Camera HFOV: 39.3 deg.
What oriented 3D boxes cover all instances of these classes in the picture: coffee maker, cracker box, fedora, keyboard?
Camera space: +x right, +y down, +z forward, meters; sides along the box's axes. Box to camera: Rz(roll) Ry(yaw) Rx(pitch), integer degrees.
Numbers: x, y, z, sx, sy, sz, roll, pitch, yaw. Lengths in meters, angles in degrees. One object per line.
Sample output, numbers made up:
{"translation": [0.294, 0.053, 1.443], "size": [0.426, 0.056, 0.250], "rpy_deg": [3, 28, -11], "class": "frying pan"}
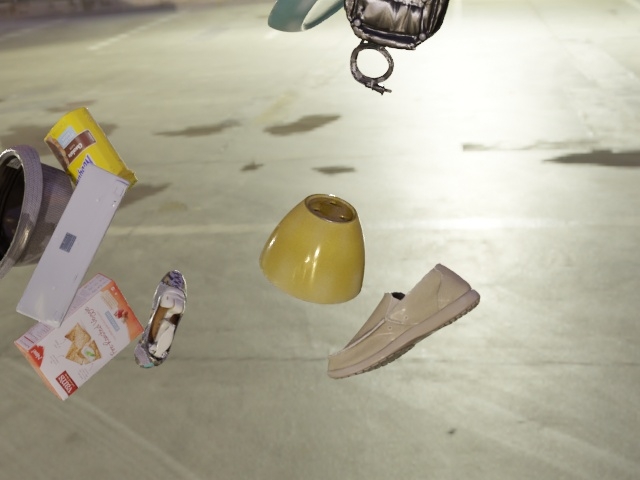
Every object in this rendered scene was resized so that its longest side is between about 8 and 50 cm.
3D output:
{"translation": [0.076, -0.261, 0.937], "size": [0.120, 0.171, 0.178], "rpy_deg": [35, 19, -4], "class": "coffee maker"}
{"translation": [-0.508, 0.204, 1.905], "size": [0.067, 0.156, 0.232], "rpy_deg": [21, 54, 44], "class": "cracker box"}
{"translation": [-0.548, -0.042, 1.675], "size": [0.124, 0.275, 0.244], "rpy_deg": [13, 21, -41], "class": "fedora"}
{"translation": [-0.384, 0.007, 1.395], "size": [0.072, 0.256, 0.014], "rpy_deg": [26, -9, -11], "class": "keyboard"}

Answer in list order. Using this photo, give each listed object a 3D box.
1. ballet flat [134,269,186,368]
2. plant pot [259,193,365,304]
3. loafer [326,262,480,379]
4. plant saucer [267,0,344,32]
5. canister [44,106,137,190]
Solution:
{"translation": [-0.165, 0.085, 0.969], "size": [0.041, 0.041, 0.114], "rpy_deg": [6, 66, 28], "class": "ballet flat"}
{"translation": [0.000, 0.000, 1.097], "size": [0.134, 0.095, 0.134], "rpy_deg": [12, 31, -8], "class": "plant pot"}
{"translation": [0.115, 0.124, 1.365], "size": [0.268, 0.092, 0.102], "rpy_deg": [-33, -15, 17], "class": "loafer"}
{"translation": [0.050, -0.423, 1.371], "size": [0.317, 0.044, 0.317], "rpy_deg": [-41, 1, 1], "class": "plant saucer"}
{"translation": [-0.437, -0.151, 1.692], "size": [0.126, 0.170, 0.073], "rpy_deg": [-34, 0, 44], "class": "canister"}
